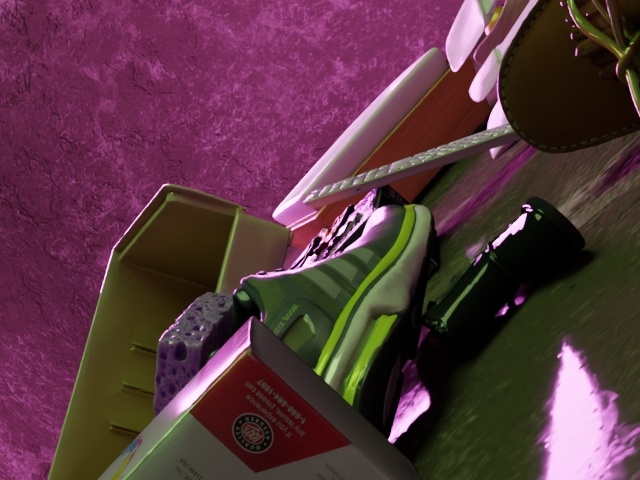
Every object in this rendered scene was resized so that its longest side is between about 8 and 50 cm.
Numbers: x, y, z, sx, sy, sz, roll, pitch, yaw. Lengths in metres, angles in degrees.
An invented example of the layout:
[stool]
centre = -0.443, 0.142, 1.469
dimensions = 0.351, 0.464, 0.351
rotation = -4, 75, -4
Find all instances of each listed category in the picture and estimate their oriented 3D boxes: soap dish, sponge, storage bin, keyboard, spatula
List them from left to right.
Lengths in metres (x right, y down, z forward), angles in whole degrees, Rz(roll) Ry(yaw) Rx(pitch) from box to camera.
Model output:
[storage bin]
centre = -0.136, 0.117, 1.044
dimensions = 0.260, 0.123, 0.262
rotation = 144, 142, -67
[sponge]
centre = -0.087, 0.150, 0.813
dimensions = 0.117, 0.031, 0.210
rotation = -56, -28, -75
[soap dish]
centre = 0.079, -0.101, 1.556
dimensions = 0.291, 0.118, 0.229
rotation = -48, 5, -14
[keyboard]
centre = 0.108, -0.081, 1.143
dimensions = 0.256, 0.014, 0.072
rotation = -18, 14, 10
[spatula]
centre = 0.198, -0.220, 1.203
dimensions = 0.242, 0.019, 0.168
rotation = 120, 145, -49

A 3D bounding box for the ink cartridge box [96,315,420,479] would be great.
[ink cartridge box]
centre = -0.050, 0.150, 0.608
dimensions = 0.176, 0.128, 0.127
rotation = -46, 5, 1

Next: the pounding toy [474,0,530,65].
[pounding toy]
centre = 0.235, -0.283, 1.238
dimensions = 0.269, 0.154, 0.155
rotation = -62, -6, 37

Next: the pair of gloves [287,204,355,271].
[pair of gloves]
centre = 0.000, 0.000, 1.136
dimensions = 0.083, 0.010, 0.074
rotation = -43, 7, 45

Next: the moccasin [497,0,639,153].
[moccasin]
centre = 0.220, -0.135, 0.655
dimensions = 0.147, 0.139, 0.380
rotation = -40, 10, -33

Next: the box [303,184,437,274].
[box]
centre = 0.023, 0.043, 1.133
dimensions = 0.180, 0.077, 0.147
rotation = -46, 5, 12

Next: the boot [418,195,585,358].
[boot]
centre = 0.109, 0.025, 0.748
dimensions = 0.099, 0.045, 0.121
rotation = -45, -2, -6

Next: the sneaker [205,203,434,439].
[sneaker]
centre = 0.007, 0.043, 0.817
dimensions = 0.300, 0.121, 0.111
rotation = -56, -26, -68
